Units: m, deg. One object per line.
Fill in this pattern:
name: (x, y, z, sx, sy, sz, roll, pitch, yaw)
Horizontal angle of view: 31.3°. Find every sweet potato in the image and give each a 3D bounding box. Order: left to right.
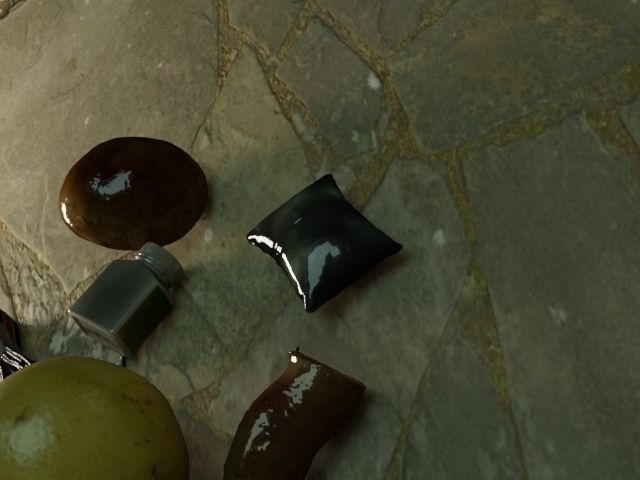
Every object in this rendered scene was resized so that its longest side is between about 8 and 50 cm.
sweet potato: (-0.076, 0.308, 1.620, 0.131, 0.131, 0.337, 20, 67, 47)

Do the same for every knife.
knife: (-0.364, 0.187, 2.050, 0.047, 0.017, 0.298, -24, 46, 24)

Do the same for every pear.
pear: (-0.364, 0.336, 1.668, 0.348, 0.348, 0.348, -22, 43, 22)

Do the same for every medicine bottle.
medicine bottle: (-0.335, 0.099, 2.033, 0.132, 0.088, 0.188, 22, 62, 35)

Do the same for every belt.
belt: (-0.582, 0.224, 2.129, 0.126, 0.094, 0.359, -50, 41, -12)

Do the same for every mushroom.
mushroom: (-0.366, -0.097, 2.165, 0.283, 0.195, 0.263, 9, 48, 45)

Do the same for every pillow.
pillow: (0.000, 0.000, 1.860, 0.186, 0.106, 0.250, -37, 41, -6)
